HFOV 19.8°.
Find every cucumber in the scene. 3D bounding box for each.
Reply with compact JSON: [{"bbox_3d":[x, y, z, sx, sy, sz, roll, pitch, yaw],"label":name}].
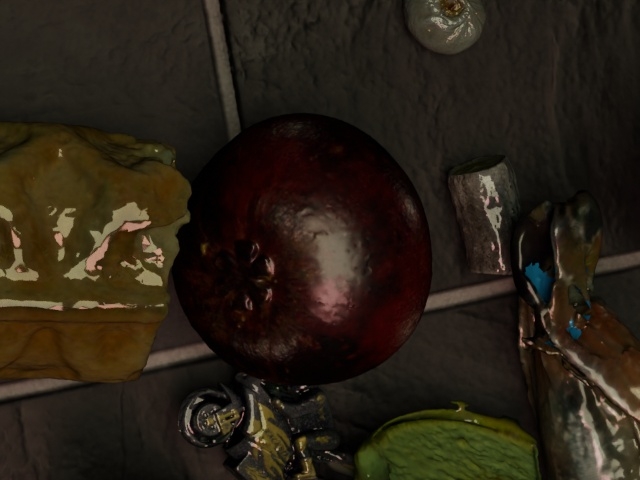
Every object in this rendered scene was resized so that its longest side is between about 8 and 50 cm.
[{"bbox_3d":[0.156,-0.019,1.687,0.064,0.064,0.112,-14,100,-11],"label":"cucumber"}]

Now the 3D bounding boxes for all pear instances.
[{"bbox_3d":[0.077,0.316,1.609,0.176,0.286,0.282,17,117,-8],"label":"pear"}]

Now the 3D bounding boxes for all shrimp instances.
[{"bbox_3d":[0.282,0.172,1.648,0.110,0.221,0.445,-29,98,-47],"label":"shrimp"}]

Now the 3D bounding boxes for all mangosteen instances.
[{"bbox_3d":[0.000,0.000,1.594,0.235,0.261,0.235,10,110,29],"label":"mangosteen"}]

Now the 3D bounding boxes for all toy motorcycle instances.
[{"bbox_3d":[-0.032,0.173,1.656,0.193,0.061,0.124,40,75,-18],"label":"toy motorcycle"}]

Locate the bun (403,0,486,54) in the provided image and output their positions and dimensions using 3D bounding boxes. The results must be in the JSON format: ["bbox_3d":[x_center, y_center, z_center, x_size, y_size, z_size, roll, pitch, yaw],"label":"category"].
[{"bbox_3d":[0.114,-0.210,1.669,0.083,0.045,0.083,0,91,-17],"label":"bun"}]

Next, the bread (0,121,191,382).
[{"bbox_3d":[-0.251,0.009,1.528,0.252,0.238,0.196,10,53,-20],"label":"bread"}]
